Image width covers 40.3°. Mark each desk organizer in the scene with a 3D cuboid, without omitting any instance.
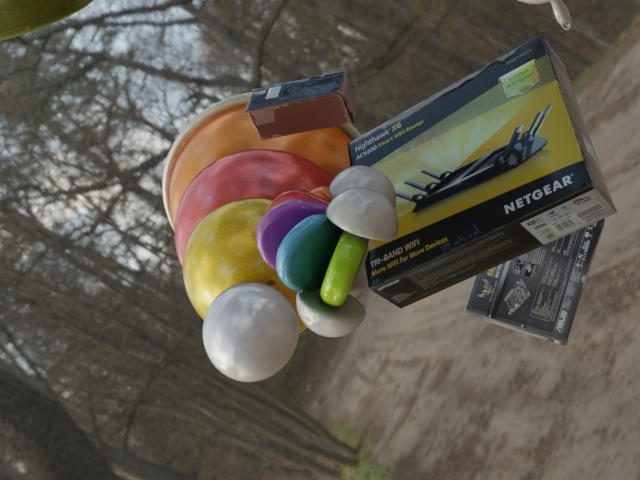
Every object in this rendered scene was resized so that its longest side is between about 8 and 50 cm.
[{"bbox_3d":[-0.023,-0.169,1.100,0.047,0.130,0.050,-77,-29,-43],"label":"desk organizer"}]

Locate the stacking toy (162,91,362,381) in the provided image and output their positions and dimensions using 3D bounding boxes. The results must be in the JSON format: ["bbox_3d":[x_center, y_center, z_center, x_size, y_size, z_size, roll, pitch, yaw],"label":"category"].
[{"bbox_3d":[-0.086,0.032,1.211,0.480,0.350,0.351,-84,18,-59],"label":"stacking toy"}]

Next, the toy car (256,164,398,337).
[{"bbox_3d":[0.000,0.000,0.931,0.182,0.136,0.159,-82,11,-68],"label":"toy car"}]

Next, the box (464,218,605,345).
[{"bbox_3d":[0.375,0.047,1.530,0.056,0.183,0.231,37,-110,-69],"label":"box"}]

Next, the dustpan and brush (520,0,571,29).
[{"bbox_3d":[0.339,-0.389,1.318,0.147,0.211,0.060,-15,40,29],"label":"dustpan and brush"}]

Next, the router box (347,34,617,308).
[{"bbox_3d":[0.190,-0.084,1.118,0.308,0.081,0.243,-28,51,27],"label":"router box"}]

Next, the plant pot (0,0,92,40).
[{"bbox_3d":[-0.414,-0.416,0.978,0.366,0.366,0.353,-54,-41,-48],"label":"plant pot"}]
